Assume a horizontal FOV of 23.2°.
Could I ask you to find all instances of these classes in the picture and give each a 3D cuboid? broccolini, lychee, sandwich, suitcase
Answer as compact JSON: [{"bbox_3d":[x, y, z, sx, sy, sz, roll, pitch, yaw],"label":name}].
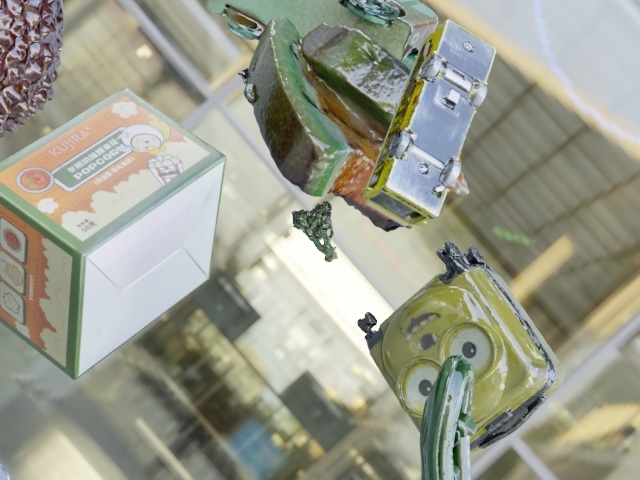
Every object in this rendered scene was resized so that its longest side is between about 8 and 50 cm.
[{"bbox_3d":[0.002,0.006,1.961,0.194,0.054,0.052,73,-4,-68],"label":"broccolini"},{"bbox_3d":[-0.453,-0.257,1.857,0.306,0.306,0.330,49,18,-4],"label":"lychee"},{"bbox_3d":[0.066,-0.133,1.837,0.301,0.162,0.250,30,31,-32],"label":"sandwich"},{"bbox_3d":[0.175,0.145,1.991,0.143,0.194,0.235,13,40,-58],"label":"suitcase"}]

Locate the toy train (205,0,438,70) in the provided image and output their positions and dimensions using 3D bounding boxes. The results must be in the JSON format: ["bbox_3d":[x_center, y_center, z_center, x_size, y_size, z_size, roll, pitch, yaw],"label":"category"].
[{"bbox_3d":[0.010,-0.292,2.029,0.326,0.129,0.159,30,27,18],"label":"toy train"}]

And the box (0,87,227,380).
[{"bbox_3d":[-0.212,-0.011,1.478,0.148,0.195,0.177,34,-41,22],"label":"box"}]

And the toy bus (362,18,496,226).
[{"bbox_3d":[0.118,-0.128,1.676,0.081,0.226,0.074,29,-26,-18],"label":"toy bus"}]

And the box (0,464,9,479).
[{"bbox_3d":[-0.535,0.281,2.204,0.168,0.071,0.259,59,-20,-13],"label":"box"}]

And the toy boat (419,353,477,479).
[{"bbox_3d":[0.117,0.205,1.406,0.104,0.052,0.210,-25,115,-69],"label":"toy boat"}]
